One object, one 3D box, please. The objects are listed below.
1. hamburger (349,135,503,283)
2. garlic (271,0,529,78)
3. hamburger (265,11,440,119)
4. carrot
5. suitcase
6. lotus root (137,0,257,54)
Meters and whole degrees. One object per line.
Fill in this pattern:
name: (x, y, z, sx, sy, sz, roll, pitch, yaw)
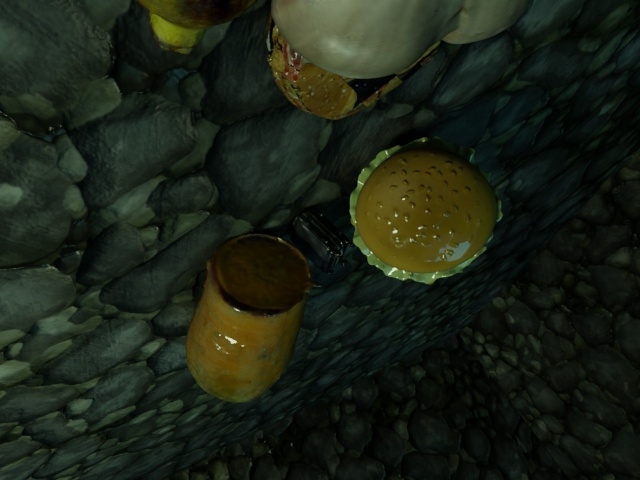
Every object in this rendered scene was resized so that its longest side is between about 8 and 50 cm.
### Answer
hamburger: (0.189, -0.053, 0.900, 0.274, 0.274, 0.212, -39, 174, 9)
garlic: (0.059, -0.294, 0.425, 0.232, 0.339, 0.246, -11, 156, 18)
hamburger: (0.039, -0.257, 0.614, 0.231, 0.106, 0.231, -24, 158, -10)
carrot: (-0.148, 0.170, 0.973, 0.224, 0.224, 0.340, -15, 144, -32)
suitcase: (0.000, 0.000, 0.960, 0.059, 0.126, 0.086, -31, 155, -34)
lotus root: (-0.094, -0.281, 0.383, 0.169, 0.141, 0.314, -22, 153, -30)
